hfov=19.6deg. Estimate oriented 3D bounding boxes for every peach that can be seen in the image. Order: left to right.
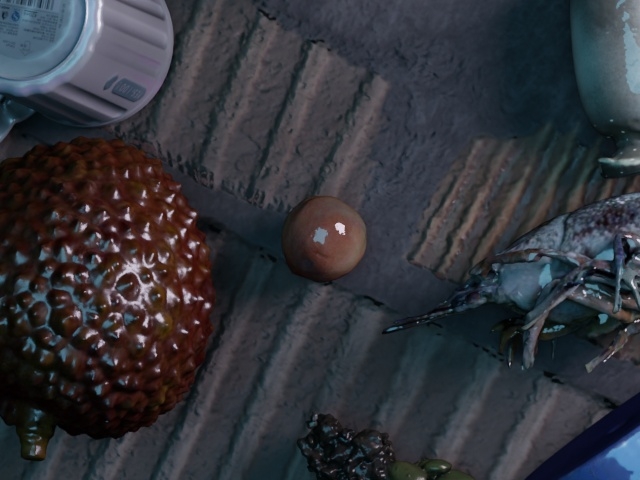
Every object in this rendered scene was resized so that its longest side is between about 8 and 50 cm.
[{"bbox_3d":[0.002,0.000,1.729,0.083,0.083,0.083,0,89,9],"label":"peach"}]

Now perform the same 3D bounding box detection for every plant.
[{"bbox_3d":[0.060,0.217,1.721,0.174,0.087,0.085,20,128,5],"label":"plant"}]

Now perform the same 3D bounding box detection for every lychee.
[{"bbox_3d":[-0.229,0.050,1.673,0.275,0.276,0.304,9,70,9],"label":"lychee"}]

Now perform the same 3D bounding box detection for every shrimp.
[{"bbox_3d":[0.241,0.040,1.647,0.372,0.172,0.137,-27,91,1],"label":"shrimp"}]

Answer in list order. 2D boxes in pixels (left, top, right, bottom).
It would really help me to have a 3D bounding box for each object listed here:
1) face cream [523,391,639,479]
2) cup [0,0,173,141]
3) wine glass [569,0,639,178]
[{"bbox_3d":[0.321,0.245,1.590,0.249,0.249,0.225,-37,85,7],"label":"face cream"},{"bbox_3d":[-0.248,-0.170,1.710,0.166,0.202,0.221,14,91,11],"label":"cup"},{"bbox_3d":[0.285,-0.158,1.671,0.111,0.111,0.204,-10,90,9],"label":"wine glass"}]
